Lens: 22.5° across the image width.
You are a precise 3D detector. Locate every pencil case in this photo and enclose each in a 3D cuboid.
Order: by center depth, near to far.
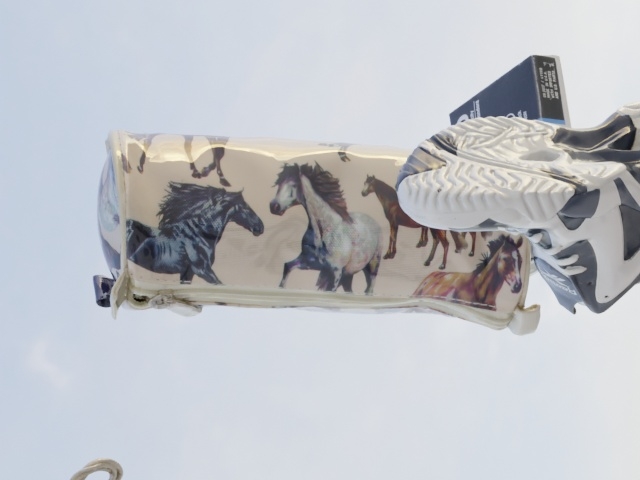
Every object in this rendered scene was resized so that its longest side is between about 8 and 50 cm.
[{"bbox_3d":[0.000,0.000,1.480,0.160,0.411,0.183,118,154,-64],"label":"pencil case"}]

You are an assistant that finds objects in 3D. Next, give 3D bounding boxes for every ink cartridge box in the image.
[{"bbox_3d":[0.186,-0.056,1.653,0.045,0.208,0.206,5,-113,-28],"label":"ink cartridge box"}]

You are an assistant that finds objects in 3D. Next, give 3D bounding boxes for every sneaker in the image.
[{"bbox_3d":[0.152,-0.004,1.075,0.235,0.094,0.153,-15,-48,-28],"label":"sneaker"}]

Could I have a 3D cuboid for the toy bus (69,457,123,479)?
[{"bbox_3d":[-0.192,0.278,1.133,0.191,0.104,0.202,-26,-35,-14],"label":"toy bus"}]
